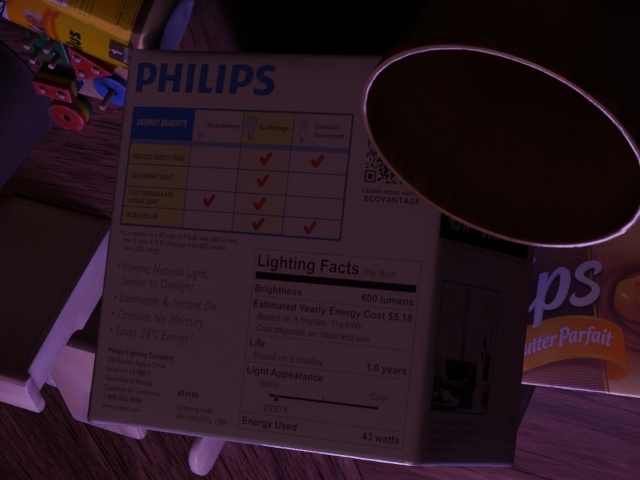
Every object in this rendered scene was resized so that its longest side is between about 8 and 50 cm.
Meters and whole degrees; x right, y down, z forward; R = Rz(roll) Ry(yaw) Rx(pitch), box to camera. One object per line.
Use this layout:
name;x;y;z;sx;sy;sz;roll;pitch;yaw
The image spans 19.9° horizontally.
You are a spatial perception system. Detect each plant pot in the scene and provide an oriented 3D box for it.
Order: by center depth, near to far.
plant pot;0.187;-0.165;1.469;0.237;0.254;0.237;19;149;12

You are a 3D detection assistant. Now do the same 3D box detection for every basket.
basket;-0.430;-0.100;2.083;0.154;0.227;0.204;9;146;28

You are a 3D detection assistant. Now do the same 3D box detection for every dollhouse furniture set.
dollhouse furniture set;-0.345;0.171;2.407;0.362;0.256;0.394;15;148;21

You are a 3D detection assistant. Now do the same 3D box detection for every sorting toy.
sorting toy;-0.263;-0.195;1.984;0.132;0.046;0.274;16;148;17

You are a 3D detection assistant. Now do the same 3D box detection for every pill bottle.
pill bottle;-0.240;-0.252;1.806;0.215;0.117;0.117;23;150;7

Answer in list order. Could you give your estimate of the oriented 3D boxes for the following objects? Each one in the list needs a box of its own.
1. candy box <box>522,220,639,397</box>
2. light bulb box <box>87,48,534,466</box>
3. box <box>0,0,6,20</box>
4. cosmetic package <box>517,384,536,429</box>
candy box;0.281;0.057;1.807;0.316;0.183;0.087;4;-177;34
light bulb box;0.000;0.017;1.726;0.358;0.361;0.225;4;176;29
box;-0.441;-0.264;1.861;0.242;0.076;0.307;46;162;-1
cosmetic package;0.157;0.116;2.058;0.107;0.127;0.238;3;144;36
